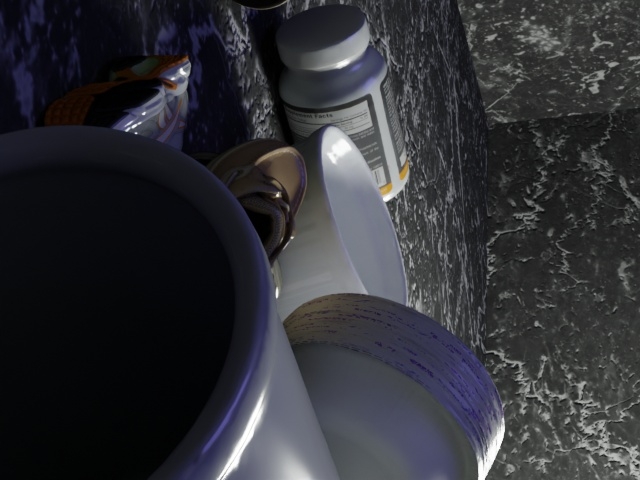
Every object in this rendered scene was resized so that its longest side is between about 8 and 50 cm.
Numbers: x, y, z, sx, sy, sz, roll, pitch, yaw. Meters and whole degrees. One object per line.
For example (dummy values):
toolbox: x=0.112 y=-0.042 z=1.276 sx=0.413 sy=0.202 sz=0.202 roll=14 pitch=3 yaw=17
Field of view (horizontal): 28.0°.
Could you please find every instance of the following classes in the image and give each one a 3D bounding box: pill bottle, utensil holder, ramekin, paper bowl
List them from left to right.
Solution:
utensil holder: x=-0.144 y=0.172 z=0.839 sx=0.385 sy=0.328 sz=0.327 roll=70 pitch=21 yaw=-47
ramekin: x=0.000 y=0.000 z=1.674 sx=0.277 sy=0.135 sz=0.277 roll=-20 pitch=90 yaw=-74
pill bottle: x=0.030 y=-0.192 z=1.882 sx=0.162 sy=0.162 sz=0.278 roll=-75 pitch=155 yaw=-51
paper bowl: x=0.048 y=0.209 z=1.418 sx=0.148 sy=0.284 sz=0.284 roll=-56 pitch=141 yaw=-42

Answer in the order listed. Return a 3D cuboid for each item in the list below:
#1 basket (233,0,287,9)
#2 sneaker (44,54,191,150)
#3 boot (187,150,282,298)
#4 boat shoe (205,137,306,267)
basket: x=-0.054 y=-0.402 z=1.689 sx=0.227 sy=0.154 sz=0.204 roll=-65 pitch=145 yaw=-55
sneaker: x=-0.178 y=-0.097 z=1.233 sx=0.262 sy=0.099 sz=0.121 roll=-56 pitch=143 yaw=-65
boot: x=-0.112 y=0.036 z=1.447 sx=0.178 sy=0.085 sz=0.236 roll=-74 pitch=153 yaw=-46
boat shoe: x=-0.077 y=-0.010 z=1.334 sx=0.121 sy=0.110 sz=0.341 roll=64 pitch=33 yaw=-22
